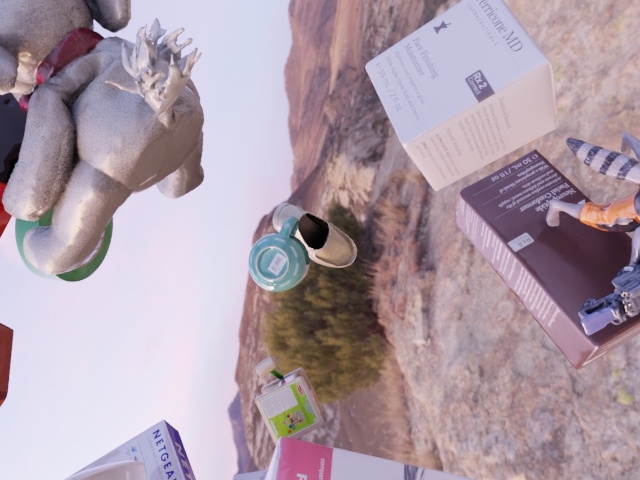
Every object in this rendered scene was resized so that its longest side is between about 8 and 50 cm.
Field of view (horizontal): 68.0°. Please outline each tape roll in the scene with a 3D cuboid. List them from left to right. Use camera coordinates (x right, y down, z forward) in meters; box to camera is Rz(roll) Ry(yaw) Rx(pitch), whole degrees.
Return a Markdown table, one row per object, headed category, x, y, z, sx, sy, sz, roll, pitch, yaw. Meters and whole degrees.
| category | x | y | z | sx | sy | sz | roll | pitch | yaw |
| --- | --- | --- | --- | --- | --- | --- | --- | --- | --- |
| tape roll | -0.738 | -0.040 | 1.393 | 0.321 | 0.077 | 0.322 | 5 | -90 | -81 |

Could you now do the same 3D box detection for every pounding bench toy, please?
| category | x | y | z | sx | sy | sz | roll | pitch | yaw |
| --- | --- | --- | --- | --- | --- | --- | --- | --- | --- |
| pounding bench toy | -0.038 | 0.157 | 0.497 | 0.083 | 0.052 | 0.065 | 64 | 176 | 4 |

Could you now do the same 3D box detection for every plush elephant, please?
| category | x | y | z | sx | sy | sz | roll | pitch | yaw |
| --- | --- | --- | --- | --- | --- | --- | --- | --- | --- |
| plush elephant | -0.276 | -0.169 | 0.530 | 0.272 | 0.255 | 0.330 | -47 | -1 | -39 |

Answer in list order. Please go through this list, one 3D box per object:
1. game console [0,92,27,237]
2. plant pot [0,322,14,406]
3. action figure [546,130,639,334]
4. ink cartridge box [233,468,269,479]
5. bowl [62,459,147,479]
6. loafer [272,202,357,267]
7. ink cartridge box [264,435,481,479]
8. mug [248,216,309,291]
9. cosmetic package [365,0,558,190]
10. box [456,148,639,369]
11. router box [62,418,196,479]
| category | x | y | z | sx | sy | sz | roll | pitch | yaw |
| --- | --- | --- | --- | --- | --- | --- | --- | --- | --- |
| game console | -0.602 | -0.104 | 0.611 | 0.060 | 0.386 | 0.342 | 136 | 151 | -60 |
| plant pot | -0.824 | 0.296 | 1.019 | 0.267 | 0.235 | 0.268 | -46 | 46 | 26 |
| action figure | 0.476 | -0.029 | 0.691 | 0.179 | 0.341 | 0.330 | 57 | 177 | -27 |
| ink cartridge box | -0.034 | 0.418 | 0.791 | 0.046 | 0.206 | 0.097 | -97 | -5 | -51 |
| bowl | -0.335 | 0.407 | 0.708 | 0.142 | 0.053 | 0.142 | 7 | -97 | -50 |
| loafer | 0.000 | 0.000 | 1.181 | 0.092 | 0.268 | 0.102 | 20 | 82 | 55 |
| ink cartridge box | 0.049 | 0.276 | 0.430 | 0.092 | 0.217 | 0.159 | -83 | 7 | -50 |
| mug | -0.098 | 0.035 | 1.051 | 0.097 | 0.129 | 0.158 | -3 | -102 | -81 |
| cosmetic package | 0.188 | -0.193 | 0.632 | 0.151 | 0.183 | 0.151 | 31 | -145 | -56 |
| box | 0.447 | 0.024 | 0.907 | 0.382 | 0.191 | 0.143 | 58 | 175 | 31 |
| router box | -0.363 | 0.566 | 0.883 | 0.335 | 0.301 | 0.082 | 51 | 165 | 37 |
